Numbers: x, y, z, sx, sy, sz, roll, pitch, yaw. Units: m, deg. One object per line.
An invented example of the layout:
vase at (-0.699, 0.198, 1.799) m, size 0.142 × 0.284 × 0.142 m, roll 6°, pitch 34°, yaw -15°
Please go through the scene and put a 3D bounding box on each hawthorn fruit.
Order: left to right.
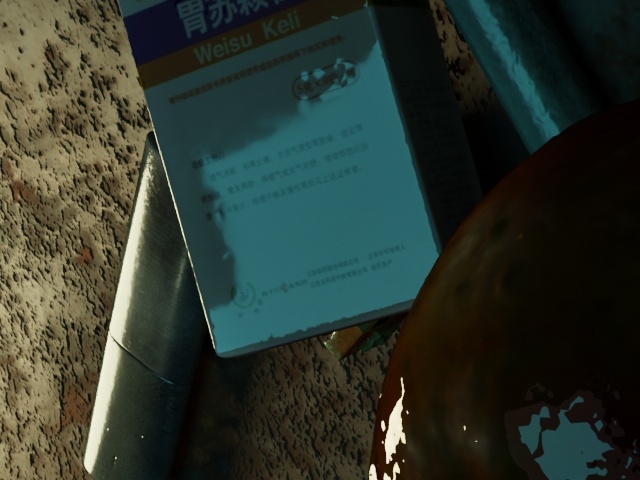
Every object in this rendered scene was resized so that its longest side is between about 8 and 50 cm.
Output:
hawthorn fruit at (0.202, 0.128, 1.027) m, size 0.403 × 0.403 × 0.403 m, roll 19°, pitch 120°, yaw 38°

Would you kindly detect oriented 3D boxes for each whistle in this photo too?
whistle at (0.111, -0.175, 1.214) m, size 0.062 × 0.062 × 0.312 m, roll -33°, pitch 85°, yaw 46°

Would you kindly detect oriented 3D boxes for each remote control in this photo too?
remote control at (-0.148, 0.084, 1.591) m, size 0.107 × 0.044 × 0.377 m, roll 39°, pitch 130°, yaw 32°

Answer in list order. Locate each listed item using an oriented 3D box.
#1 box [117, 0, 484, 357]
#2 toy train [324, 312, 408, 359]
box at (-0.009, -0.084, 1.276) m, size 0.200 × 0.106 × 0.299 m, roll -17°, pitch 89°, yaw 29°
toy train at (0.000, 0.000, 1.391) m, size 0.188 × 0.072 × 0.099 m, roll 52°, pitch 136°, yaw 14°
